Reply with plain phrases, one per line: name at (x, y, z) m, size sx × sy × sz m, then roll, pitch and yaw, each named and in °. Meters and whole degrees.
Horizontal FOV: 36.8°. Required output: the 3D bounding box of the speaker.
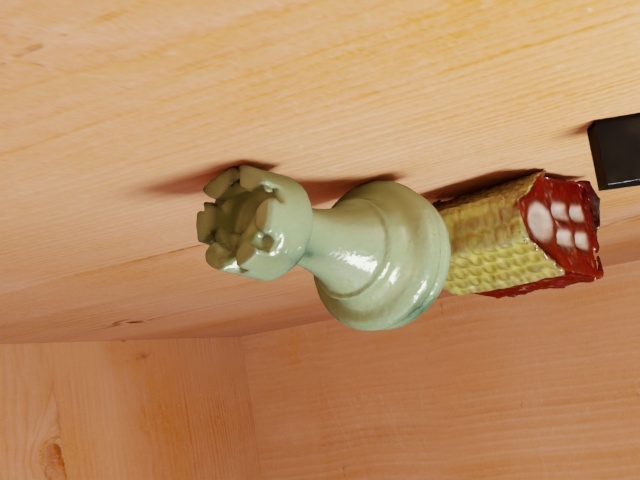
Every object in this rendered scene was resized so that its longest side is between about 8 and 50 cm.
speaker at (0.427, -0.114, 1.116) m, size 0.218 × 0.082 × 0.044 m, roll -8°, pitch 172°, yaw 0°

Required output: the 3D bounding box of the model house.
model house at (0.266, -0.006, 1.392) m, size 0.196 × 0.160 × 0.254 m, roll -16°, pitch 168°, yaw 41°

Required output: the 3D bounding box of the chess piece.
chess piece at (0.000, 0.000, 1.144) m, size 0.195 × 0.194 × 0.299 m, roll -16°, pitch 160°, yaw 38°
